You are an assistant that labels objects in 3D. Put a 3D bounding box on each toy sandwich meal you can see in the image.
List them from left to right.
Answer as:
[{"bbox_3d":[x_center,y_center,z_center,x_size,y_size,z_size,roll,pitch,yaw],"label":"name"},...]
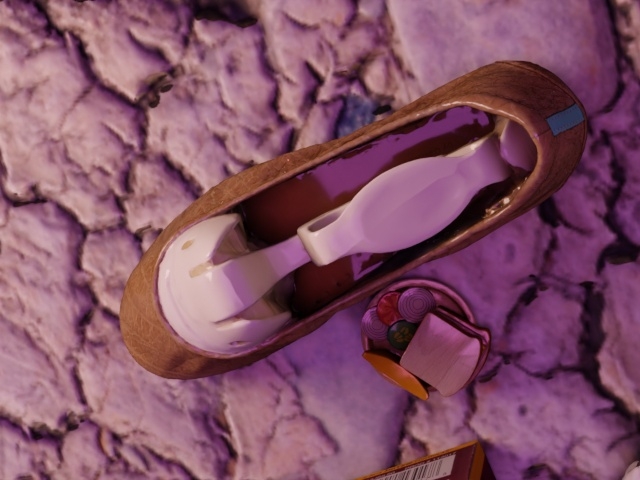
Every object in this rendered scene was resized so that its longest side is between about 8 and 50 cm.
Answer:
[{"bbox_3d":[0.065,0.065,0.755,0.085,0.029,0.085,3,103,13],"label":"toy sandwich meal"}]

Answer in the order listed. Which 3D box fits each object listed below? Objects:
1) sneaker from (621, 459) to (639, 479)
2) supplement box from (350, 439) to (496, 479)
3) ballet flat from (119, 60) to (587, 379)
[{"bbox_3d":[0.333,0.081,0.645,0.137,0.210,0.366,48,142,0],"label":"sneaker"},{"bbox_3d":[0.087,0.240,0.762,0.104,0.081,0.188,-21,97,17],"label":"supplement box"},{"bbox_3d":[0.000,0.000,0.707,0.342,0.124,0.116,-25,95,17],"label":"ballet flat"}]
